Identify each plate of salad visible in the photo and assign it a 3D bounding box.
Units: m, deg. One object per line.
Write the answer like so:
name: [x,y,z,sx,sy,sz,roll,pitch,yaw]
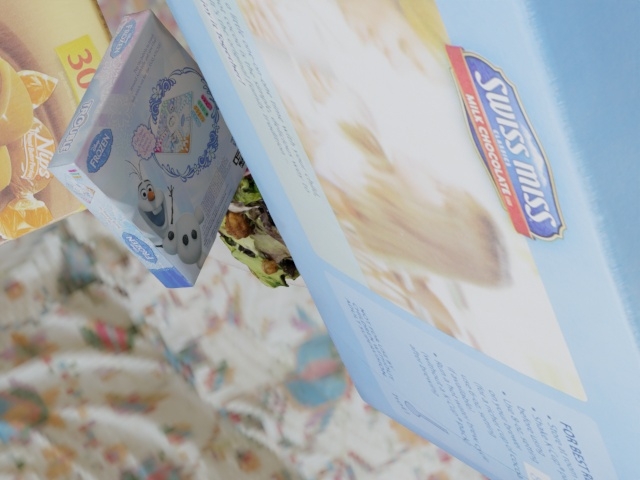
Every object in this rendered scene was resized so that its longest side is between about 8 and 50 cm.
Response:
plate of salad: [0.000,0.000,0.925,0.200,0.200,0.048,2,67,23]

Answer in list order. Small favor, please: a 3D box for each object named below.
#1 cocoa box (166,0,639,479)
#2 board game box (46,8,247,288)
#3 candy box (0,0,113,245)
cocoa box: [0.100,-0.085,0.613,0.228,0.347,0.231,-39,37,-19]
board game box: [-0.073,-0.041,0.788,0.020,0.090,0.090,-5,50,37]
candy box: [-0.240,-0.152,1.093,0.183,0.316,0.087,-23,7,-3]
